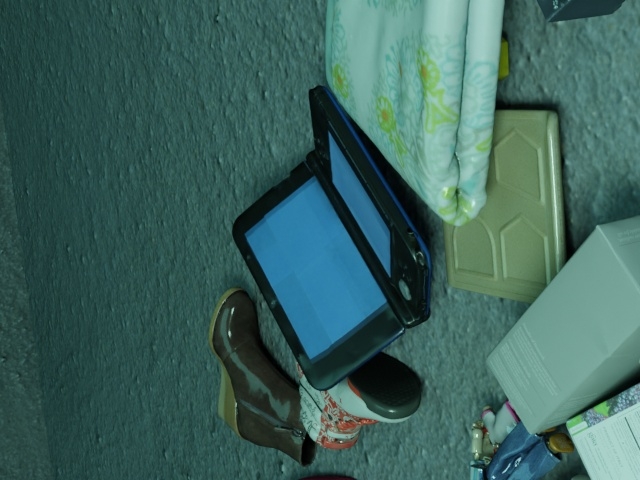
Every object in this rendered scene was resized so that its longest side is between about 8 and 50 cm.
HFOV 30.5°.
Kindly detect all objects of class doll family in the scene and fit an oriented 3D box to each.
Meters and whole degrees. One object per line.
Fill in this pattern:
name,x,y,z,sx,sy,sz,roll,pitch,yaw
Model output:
doll family,0.219,0.278,1.263,0.163,0.118,0.263,-57,49,30

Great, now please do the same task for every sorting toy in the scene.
sorting toy,0.198,-0.087,1.290,0.229,0.041,0.307,14,112,61

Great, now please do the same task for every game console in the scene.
game console,0.000,0.000,1.491,0.293,0.173,0.250,60,169,27

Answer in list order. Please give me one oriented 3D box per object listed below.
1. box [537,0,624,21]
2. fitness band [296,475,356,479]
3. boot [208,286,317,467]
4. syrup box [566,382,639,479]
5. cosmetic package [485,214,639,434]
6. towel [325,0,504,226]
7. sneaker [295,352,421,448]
box,0.251,-0.308,1.068,0.156,0.093,0.158,-42,66,55
fitness band,0.018,0.457,1.753,0.291,0.054,0.209,-18,84,58
boot,-0.078,0.209,1.825,0.207,0.090,0.248,19,115,42
syrup box,0.343,0.163,1.078,0.237,0.093,0.096,-48,59,54
cosmetic package,0.276,0.079,1.130,0.107,0.127,0.238,60,143,28
towel,0.091,-0.248,1.262,0.320,0.090,0.374,-119,23,-52
sneaker,0.051,0.226,1.587,0.270,0.090,0.145,28,125,56
